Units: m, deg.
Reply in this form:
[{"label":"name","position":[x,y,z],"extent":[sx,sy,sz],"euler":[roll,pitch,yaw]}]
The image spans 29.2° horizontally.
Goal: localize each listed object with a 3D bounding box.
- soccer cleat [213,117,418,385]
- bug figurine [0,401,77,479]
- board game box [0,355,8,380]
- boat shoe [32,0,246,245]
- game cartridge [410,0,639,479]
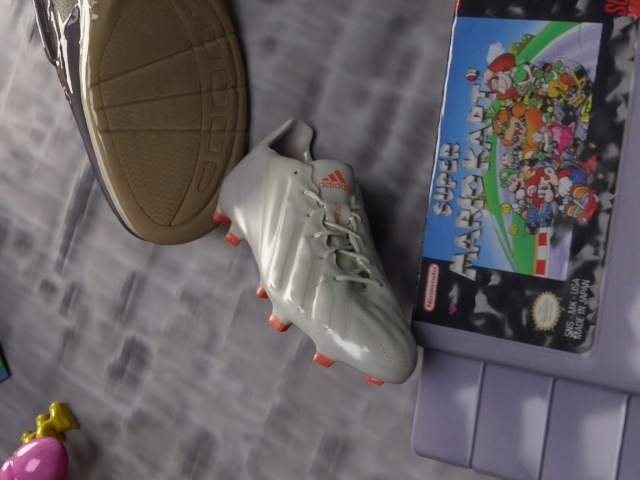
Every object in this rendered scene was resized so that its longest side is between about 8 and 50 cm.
[{"label":"soccer cleat","position":[0.000,0.000,0.638],"extent":[0.076,0.068,0.196],"euler":[-55,37,13]},{"label":"bug figurine","position":[-0.188,0.237,0.783],"extent":[0.216,0.072,0.279],"euler":[-50,63,22]},{"label":"board game box","position":[-0.321,0.038,0.899],"extent":[0.160,0.039,0.211],"euler":[-33,70,29]},{"label":"boat shoe","position":[-0.120,-0.136,0.739],"extent":[0.092,0.103,0.285],"euler":[-10,95,58]},{"label":"game cartridge","position":[0.162,-0.050,0.565],"extent":[0.230,0.068,0.355],"euler":[9,94,30]}]
